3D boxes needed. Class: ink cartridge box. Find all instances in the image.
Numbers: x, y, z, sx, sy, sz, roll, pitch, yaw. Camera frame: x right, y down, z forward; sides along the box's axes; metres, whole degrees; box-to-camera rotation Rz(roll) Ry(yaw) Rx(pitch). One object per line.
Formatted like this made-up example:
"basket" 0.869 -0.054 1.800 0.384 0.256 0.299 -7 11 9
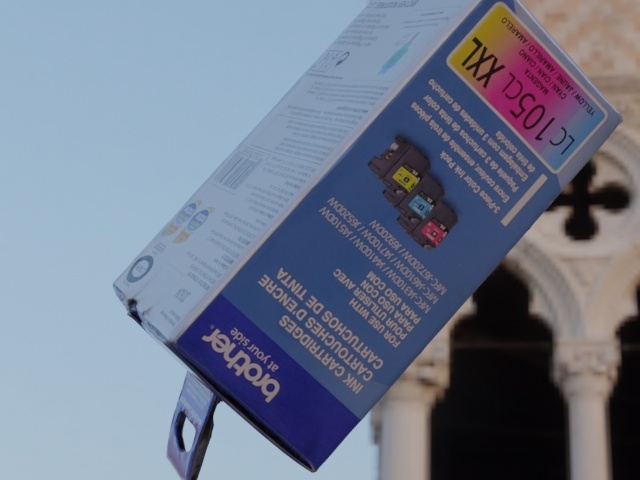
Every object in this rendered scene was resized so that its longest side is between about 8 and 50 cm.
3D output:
"ink cartridge box" 0.000 0.000 1.184 0.151 0.395 0.270 45 -6 -15
